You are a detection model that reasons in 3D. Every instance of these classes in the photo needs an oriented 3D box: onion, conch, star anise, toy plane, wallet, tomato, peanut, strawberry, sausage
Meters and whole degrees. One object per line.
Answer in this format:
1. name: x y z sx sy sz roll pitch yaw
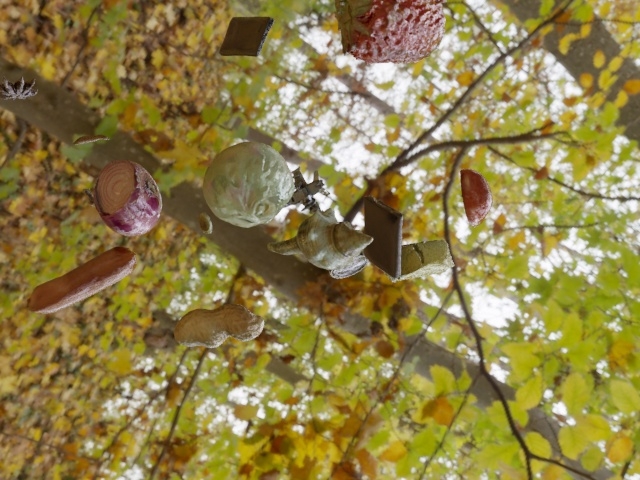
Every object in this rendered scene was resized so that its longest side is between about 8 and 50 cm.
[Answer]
1. onion: -0.527 -0.109 1.882 0.207 0.200 0.200 42 -77 40
2. conch: 0.003 -0.013 1.966 0.386 0.203 0.169 17 -78 43
3. star anise: -0.920 -0.456 2.034 0.141 0.141 0.042 -28 -107 49
4. toy plane: -0.087 -0.157 2.490 0.262 0.192 0.088 -28 -179 24
5. wallet: 0.194 -0.015 2.095 0.182 0.049 0.229 38 -40 47
6. tomato: 0.460 -0.120 1.962 0.082 0.166 0.174 -10 -122 18
7. wallet: -0.230 -0.613 2.031 0.244 0.025 0.124 23 -87 51
8. peanut: -0.249 0.211 1.661 0.228 0.085 0.104 -11 -122 9
9. strawberry: 0.211 -0.645 1.899 0.292 0.343 0.292 171 -90 -72
10. sausage: -0.624 0.110 1.782 0.300 0.083 0.089 -29 -126 -14

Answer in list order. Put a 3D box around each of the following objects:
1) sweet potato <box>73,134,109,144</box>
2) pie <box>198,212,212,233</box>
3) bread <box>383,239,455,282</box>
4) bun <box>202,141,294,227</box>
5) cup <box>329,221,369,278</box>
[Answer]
1. sweet potato: -0.745 -0.330 2.190 0.026 0.115 0.026 168 -90 -81
2. pie: -0.408 -0.060 2.388 0.020 0.084 0.084 -24 -174 -32
3. bread: 0.325 0.065 2.285 0.186 0.257 0.124 -25 -105 49
4. bun: -0.209 -0.153 2.035 0.283 0.283 0.179 -55 -149 12
5. cup: 0.088 0.051 2.729 0.166 0.239 0.177 -23 -117 -3
